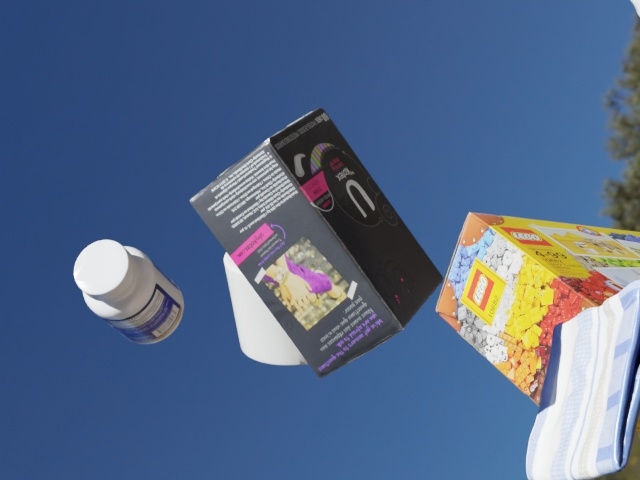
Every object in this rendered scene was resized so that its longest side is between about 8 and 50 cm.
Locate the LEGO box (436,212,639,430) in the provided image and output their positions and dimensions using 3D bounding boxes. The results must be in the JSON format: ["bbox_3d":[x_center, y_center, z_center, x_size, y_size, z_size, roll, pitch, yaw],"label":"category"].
[{"bbox_3d":[0.504,0.133,1.986,0.500,0.372,0.193,5,-68,-31],"label":"LEGO box"}]

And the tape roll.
[{"bbox_3d":[-0.033,0.085,2.121,0.246,0.246,0.169,-33,-60,-47],"label":"tape roll"}]

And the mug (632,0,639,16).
[{"bbox_3d":[0.582,-0.319,1.521,0.328,0.374,0.276,-100,11,-46],"label":"mug"}]

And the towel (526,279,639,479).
[{"bbox_3d":[0.296,0.164,1.367,0.285,0.034,0.209,120,166,-74],"label":"towel"}]

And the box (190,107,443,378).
[{"bbox_3d":[0.000,0.000,1.494,0.143,0.270,0.165,-34,4,31],"label":"box"}]

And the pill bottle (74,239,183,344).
[{"bbox_3d":[-0.281,0.072,1.797,0.112,0.112,0.187,-59,-25,-13],"label":"pill bottle"}]
